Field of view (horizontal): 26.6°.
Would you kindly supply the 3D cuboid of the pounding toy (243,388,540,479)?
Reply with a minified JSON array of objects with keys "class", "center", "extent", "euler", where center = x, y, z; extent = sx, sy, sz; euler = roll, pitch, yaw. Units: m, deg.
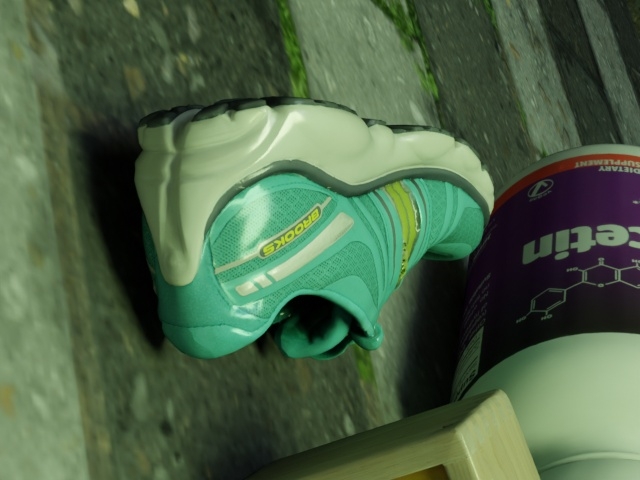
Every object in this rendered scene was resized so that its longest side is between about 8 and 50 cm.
[{"class":"pounding toy","center":[0.041,0.143,0.503],"extent":[0.100,0.130,0.141],"euler":[-16,85,-68]}]

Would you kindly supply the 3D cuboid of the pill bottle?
[{"class":"pill bottle","center":[0.167,0.087,0.780],"extent":[0.181,0.182,0.323],"euler":[59,23,-22]}]

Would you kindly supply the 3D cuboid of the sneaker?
[{"class":"sneaker","center":[0.000,0.000,0.625],"extent":[0.275,0.107,0.109],"euler":[0,89,-62]}]
